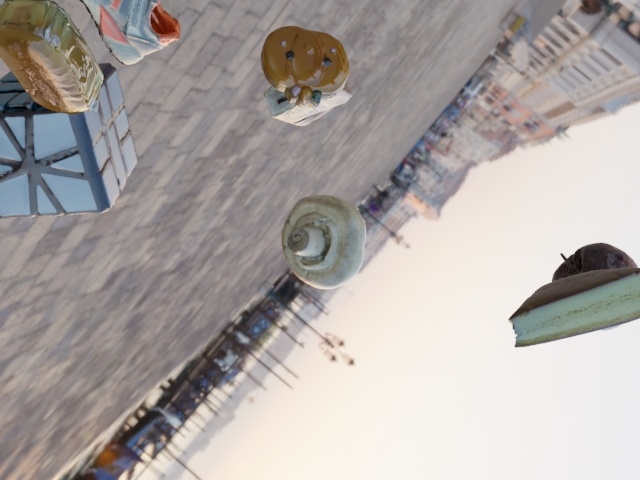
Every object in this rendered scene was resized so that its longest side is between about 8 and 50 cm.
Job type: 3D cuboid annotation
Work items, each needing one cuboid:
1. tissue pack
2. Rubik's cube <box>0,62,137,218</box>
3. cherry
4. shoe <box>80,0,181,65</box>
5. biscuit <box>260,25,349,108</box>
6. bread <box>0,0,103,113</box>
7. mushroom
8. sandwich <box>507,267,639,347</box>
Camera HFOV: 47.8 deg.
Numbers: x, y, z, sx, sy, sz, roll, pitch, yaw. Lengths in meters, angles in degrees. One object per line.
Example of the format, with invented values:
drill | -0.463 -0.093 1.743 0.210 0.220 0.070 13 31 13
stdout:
tissue pack | -0.029 -0.380 1.880 0.183 0.091 0.226 -24 174 15
Rubik's cube | -0.630 -0.241 1.727 0.283 0.289 0.293 -83 168 -56
cherry | 0.601 0.100 1.554 0.195 0.195 0.195 -50 178 -3
shoe | -0.332 -0.463 1.253 0.336 0.171 0.132 70 14 -49
biscuit | -0.027 -0.326 1.338 0.170 0.170 0.050 -49 178 -25
bread | -0.507 -0.335 1.346 0.241 0.136 0.107 81 19 -65
mushroom | 0.000 0.000 1.967 0.254 0.260 0.234 -48 165 16
sandwich | 0.465 0.119 1.303 0.258 0.094 0.096 -17 -174 12
